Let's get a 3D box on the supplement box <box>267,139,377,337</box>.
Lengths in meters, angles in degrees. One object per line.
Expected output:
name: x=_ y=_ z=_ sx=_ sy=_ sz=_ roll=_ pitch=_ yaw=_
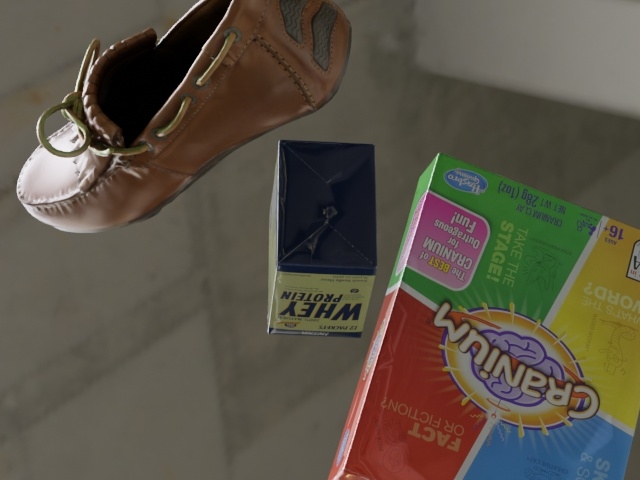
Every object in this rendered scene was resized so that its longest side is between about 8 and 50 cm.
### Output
supplement box: x=0.000 y=0.000 z=1.045 sx=0.083 sy=0.056 sz=0.083 roll=100 pitch=172 yaw=-59

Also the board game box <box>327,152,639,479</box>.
board game box: x=0.166 y=0.108 z=1.621 sx=0.064 sy=0.242 sz=0.317 roll=122 pitch=167 yaw=-64

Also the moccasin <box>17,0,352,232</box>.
moccasin: x=-0.142 y=-0.109 z=1.490 sx=0.147 sy=0.380 sz=0.139 roll=28 pitch=-119 yaw=-29
